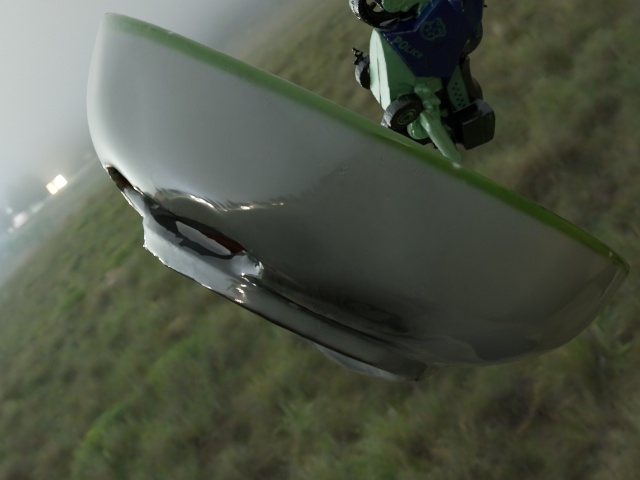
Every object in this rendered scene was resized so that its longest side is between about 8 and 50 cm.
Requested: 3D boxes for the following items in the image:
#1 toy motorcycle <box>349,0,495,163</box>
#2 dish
[{"bbox_3d":[0.143,-0.243,1.521,0.196,0.331,0.125,-26,51,-7],"label":"toy motorcycle"},{"bbox_3d":[0.000,0.000,0.691,0.124,0.324,0.324,-65,10,1],"label":"dish"}]
